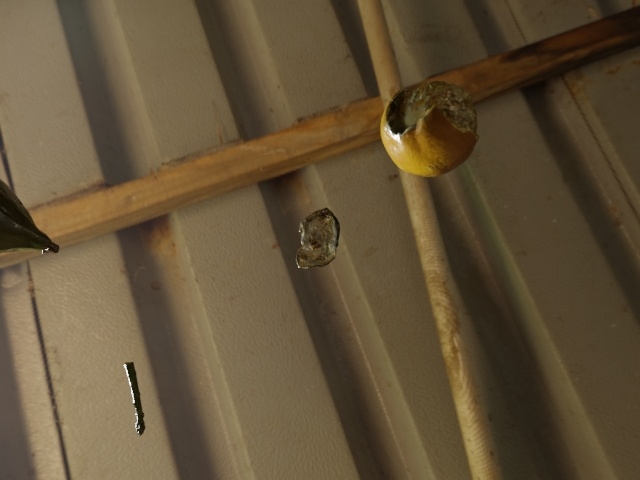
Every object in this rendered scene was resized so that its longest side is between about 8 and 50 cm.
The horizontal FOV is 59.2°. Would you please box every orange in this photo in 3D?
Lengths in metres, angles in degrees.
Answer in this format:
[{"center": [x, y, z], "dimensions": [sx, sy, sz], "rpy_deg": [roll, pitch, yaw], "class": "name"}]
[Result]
[{"center": [0.164, -0.174, 0.864], "dimensions": [0.134, 0.156, 0.156], "rpy_deg": [8, -110, -44], "class": "orange"}]

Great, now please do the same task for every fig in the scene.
[{"center": [-0.431, -0.017, 0.691], "dimensions": [0.126, 0.133, 0.185], "rpy_deg": [-41, -95, -16], "class": "fig"}]

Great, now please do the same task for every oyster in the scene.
[{"center": [0.000, -0.003, 0.676], "dimensions": [0.054, 0.019, 0.083], "rpy_deg": [0, -113, 20], "class": "oyster"}]

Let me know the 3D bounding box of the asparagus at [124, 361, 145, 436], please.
[{"center": [-0.254, 0.220, 0.776], "dimensions": [0.014, 0.015, 0.114], "rpy_deg": [-16, -73, -41], "class": "asparagus"}]
